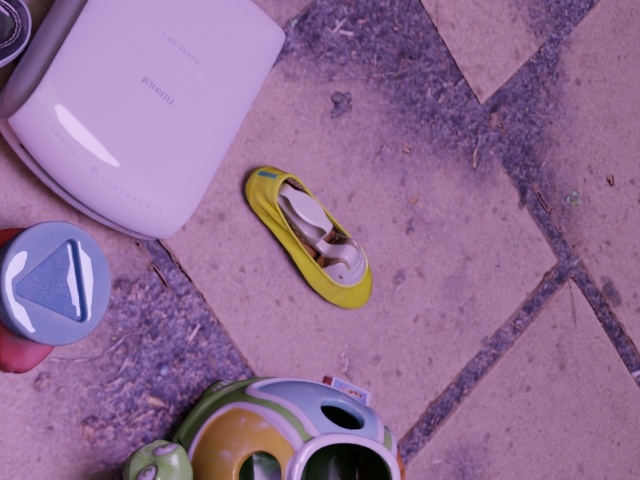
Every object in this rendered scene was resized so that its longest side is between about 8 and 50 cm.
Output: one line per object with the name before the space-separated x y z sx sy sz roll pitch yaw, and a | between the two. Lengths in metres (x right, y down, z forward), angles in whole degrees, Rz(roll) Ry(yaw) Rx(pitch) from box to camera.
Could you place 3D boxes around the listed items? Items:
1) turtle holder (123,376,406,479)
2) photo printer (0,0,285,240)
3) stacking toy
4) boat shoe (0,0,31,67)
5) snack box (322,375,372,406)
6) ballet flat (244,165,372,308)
turtle holder | -0.050 0.251 2.056 0.320 0.227 0.243 38 70 -21
photo printer | -0.200 -0.171 2.044 0.256 0.107 0.308 39 66 -29
stacking toy | -0.369 0.036 1.894 0.309 0.130 0.279 48 61 -25
boat shoe | -0.428 -0.220 1.867 0.335 0.119 0.121 -3 90 -37
snack box | 0.011 0.256 2.237 0.064 0.022 0.178 25 73 -32
ballet flat | 0.000 0.000 2.206 0.231 0.077 0.077 48 61 -25
